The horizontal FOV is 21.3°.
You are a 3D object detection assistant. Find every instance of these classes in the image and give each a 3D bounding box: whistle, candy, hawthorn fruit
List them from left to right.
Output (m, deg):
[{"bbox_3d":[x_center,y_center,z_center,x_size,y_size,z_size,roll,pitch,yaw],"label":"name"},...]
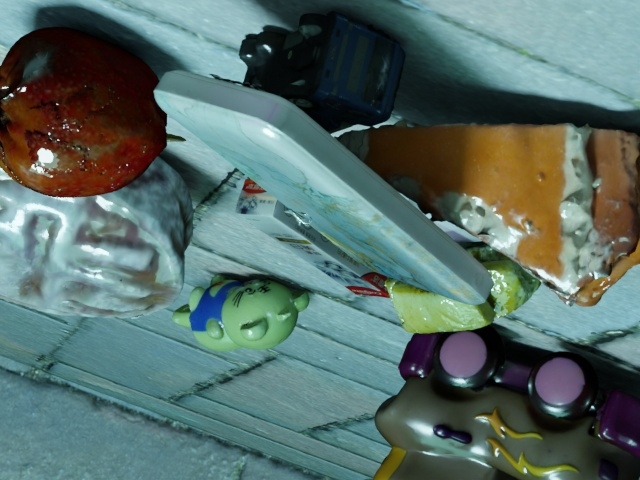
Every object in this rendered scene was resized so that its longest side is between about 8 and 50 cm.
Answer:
[{"bbox_3d":[-0.267,-0.028,1.708,0.290,0.157,0.214,17,137,-4],"label":"candy"},{"bbox_3d":[-0.193,-0.103,1.415,0.172,0.148,0.148,5,172,-24],"label":"hawthorn fruit"},{"bbox_3d":[-0.106,0.088,2.074,0.227,0.105,0.085,-1,115,51],"label":"whistle"}]

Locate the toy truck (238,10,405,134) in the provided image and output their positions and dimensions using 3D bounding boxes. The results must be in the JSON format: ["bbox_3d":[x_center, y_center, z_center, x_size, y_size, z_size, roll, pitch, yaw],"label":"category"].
[{"bbox_3d":[-0.012,-0.110,1.274,0.088,0.074,0.202,20,166,-23],"label":"toy truck"}]

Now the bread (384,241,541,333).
[{"bbox_3d":[0.132,0.036,1.559,0.156,0.117,0.064,-11,112,53],"label":"bread"}]

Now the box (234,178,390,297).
[{"bbox_3d":[0.000,0.000,1.722,0.055,0.039,0.218,4,160,40],"label":"box"}]

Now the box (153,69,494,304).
[{"bbox_3d":[0.008,-0.036,1.246,0.142,0.044,0.285,17,165,45],"label":"box"}]

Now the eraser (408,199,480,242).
[{"bbox_3d":[0.126,-0.023,1.511,0.065,0.026,0.105,23,165,-26],"label":"eraser"}]

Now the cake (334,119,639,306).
[{"bbox_3d":[0.126,-0.032,1.272,0.287,0.135,0.098,11,-169,30],"label":"cake"}]

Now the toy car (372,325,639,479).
[{"bbox_3d":[0.219,0.249,1.957,0.341,0.240,0.271,15,167,25],"label":"toy car"}]
